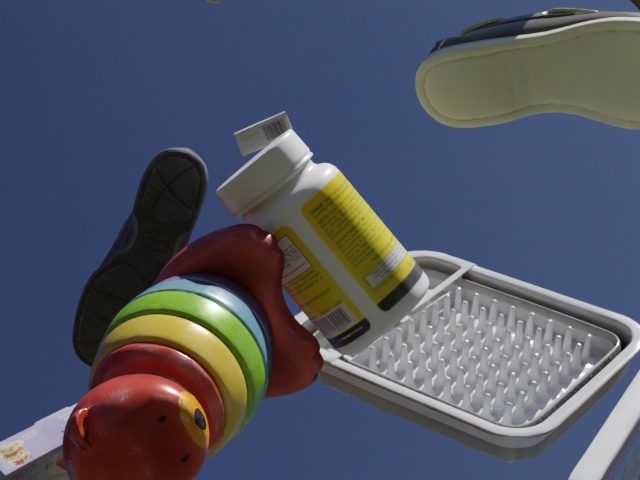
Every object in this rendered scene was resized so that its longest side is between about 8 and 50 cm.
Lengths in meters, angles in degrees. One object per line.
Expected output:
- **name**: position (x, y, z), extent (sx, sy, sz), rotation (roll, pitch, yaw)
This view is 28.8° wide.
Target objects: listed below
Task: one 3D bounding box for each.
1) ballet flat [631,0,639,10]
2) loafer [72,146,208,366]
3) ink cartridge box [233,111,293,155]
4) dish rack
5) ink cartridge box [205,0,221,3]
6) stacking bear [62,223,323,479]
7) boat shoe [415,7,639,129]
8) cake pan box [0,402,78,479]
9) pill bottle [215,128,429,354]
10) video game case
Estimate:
- **ballet flat**: position (0.377, -0.119, 0.888), extent (0.342, 0.116, 0.124), rotation (2, -61, -8)
- **loafer**: position (-0.220, 0.022, 1.585), extent (0.109, 0.095, 0.302), rotation (25, -81, -4)
- **ink cartridge box**: position (-0.063, -0.121, 1.415), extent (0.063, 0.115, 0.029), rotation (-24, -86, 0)
- **dish rack**: position (0.156, 0.127, 1.363), extent (0.285, 0.333, 0.072), rotation (-29, -53, -44)
- **ink cartridge box**: position (-0.067, -0.286, 0.930), extent (0.072, 0.175, 0.127), rotation (22, -27, -24)
- **stacking bear**: position (-0.126, 0.127, 1.077), extent (0.164, 0.289, 0.175), rotation (-15, -73, 20)
- **boat shoe**: position (0.242, -0.166, 1.157), extent (0.305, 0.091, 0.109), rotation (0, -58, 27)
- **cake pan box**: position (-0.381, 0.366, 1.853), extent (0.267, 0.070, 0.245), rotation (-25, -44, -44)
- **pill bottle**: position (0.000, 0.000, 1.233), extent (0.119, 0.119, 0.208), rotation (-38, -83, 18)
- **video game case**: position (0.257, 0.265, 1.141), extent (0.204, 0.025, 0.285), rotation (-41, -37, -44)
